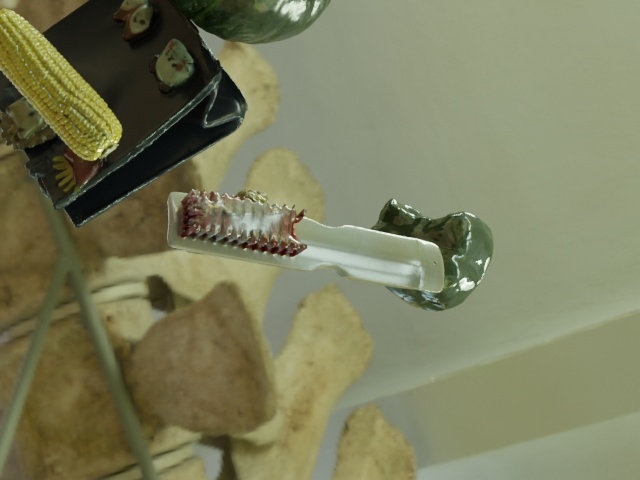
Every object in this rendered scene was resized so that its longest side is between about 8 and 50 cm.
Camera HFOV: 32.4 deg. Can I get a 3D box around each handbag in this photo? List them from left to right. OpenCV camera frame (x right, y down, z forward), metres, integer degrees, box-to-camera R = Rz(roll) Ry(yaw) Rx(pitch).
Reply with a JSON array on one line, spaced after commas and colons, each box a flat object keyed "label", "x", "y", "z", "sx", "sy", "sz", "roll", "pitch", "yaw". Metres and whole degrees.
[{"label": "handbag", "x": -0.307, "y": -0.210, "z": 1.583, "sx": 0.303, "sy": 0.329, "sz": 0.122, "roll": 55, "pitch": -4, "yaw": 34}]

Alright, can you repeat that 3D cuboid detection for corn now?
[{"label": "corn", "x": -0.309, "y": -0.179, "z": 1.268, "sx": 0.203, "sy": 0.072, "sz": 0.072, "roll": 49, "pitch": -39, "yaw": -13}]

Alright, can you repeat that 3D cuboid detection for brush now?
[{"label": "brush", "x": 0.000, "y": 0.000, "z": 1.114, "sx": 0.050, "sy": 0.321, "sz": 0.060, "roll": -33, "pitch": -127, "yaw": 51}]

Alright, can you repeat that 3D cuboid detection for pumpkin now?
[{"label": "pumpkin", "x": -0.114, "y": -0.413, "z": 1.569, "sx": 0.207, "sy": 0.300, "sz": 0.300, "roll": -40, "pitch": -113, "yaw": 39}]

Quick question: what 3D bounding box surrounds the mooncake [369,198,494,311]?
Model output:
[{"label": "mooncake", "x": 0.150, "y": 0.009, "z": 1.528, "sx": 0.175, "sy": 0.104, "sz": 0.168, "roll": -20, "pitch": -128, "yaw": 24}]

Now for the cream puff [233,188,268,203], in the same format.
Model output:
[{"label": "cream puff", "x": -0.137, "y": -0.059, "z": 1.994, "sx": 0.083, "sy": 0.058, "sz": 0.083, "roll": -9, "pitch": -134, "yaw": 30}]
